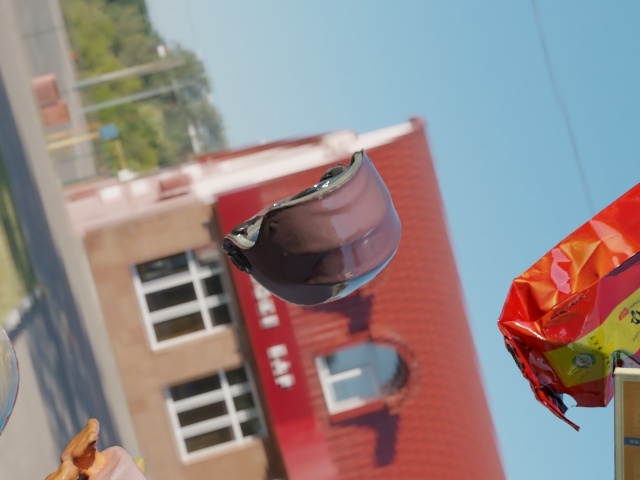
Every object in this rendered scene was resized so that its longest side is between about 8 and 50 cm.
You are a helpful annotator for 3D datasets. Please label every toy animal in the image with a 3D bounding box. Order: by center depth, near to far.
[{"bbox_3d":[-0.259,0.395,1.903,0.281,0.195,0.169,41,-46,-9],"label":"toy animal"}]

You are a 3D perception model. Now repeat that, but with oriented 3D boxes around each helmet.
[{"bbox_3d":[0.000,0.000,2.335,0.197,0.271,0.338,55,-31,-3],"label":"helmet"}]

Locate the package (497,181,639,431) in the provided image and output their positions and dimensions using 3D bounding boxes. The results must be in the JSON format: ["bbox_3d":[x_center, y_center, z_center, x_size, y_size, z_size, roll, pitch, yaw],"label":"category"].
[{"bbox_3d":[0.411,0.049,1.803,0.196,0.423,0.123,56,-9,-30],"label":"package"}]

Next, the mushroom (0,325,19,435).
[{"bbox_3d":[-0.655,0.264,2.288,0.362,0.295,0.362,-61,-172,15],"label":"mushroom"}]

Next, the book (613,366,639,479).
[{"bbox_3d":[0.440,0.267,1.715,0.018,0.170,0.241,-53,141,-61],"label":"book"}]
